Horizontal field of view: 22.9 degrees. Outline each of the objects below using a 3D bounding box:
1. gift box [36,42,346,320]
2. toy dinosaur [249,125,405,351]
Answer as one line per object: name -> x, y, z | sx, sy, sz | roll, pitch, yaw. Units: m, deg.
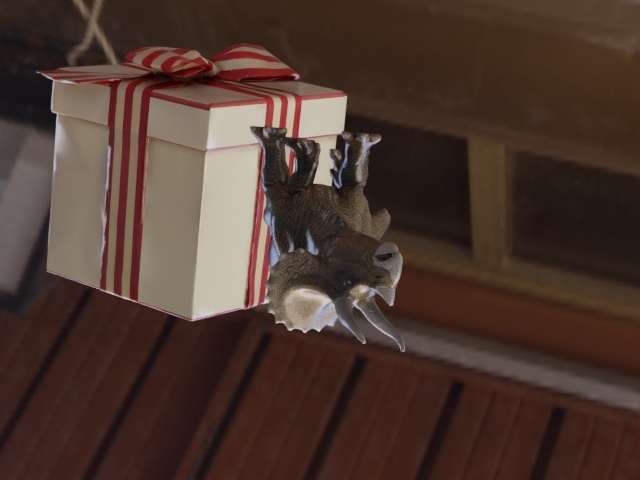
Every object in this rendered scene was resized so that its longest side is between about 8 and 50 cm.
gift box -> -0.155, -0.082, 1.685 | 0.276, 0.258, 0.255 | 16, -164, 30
toy dinosaur -> 0.000, 0.000, 1.216 | 0.121, 0.313, 0.160 | 5, -94, -1
